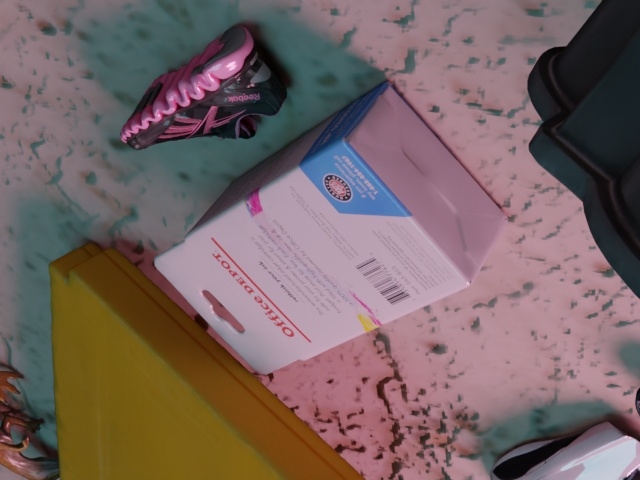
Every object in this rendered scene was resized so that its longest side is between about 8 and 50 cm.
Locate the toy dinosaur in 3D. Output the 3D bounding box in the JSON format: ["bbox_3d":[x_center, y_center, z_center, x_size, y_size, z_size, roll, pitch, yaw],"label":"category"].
[{"bbox_3d":[-0.297,0.135,1.036,0.211,0.064,0.112,38,139,-3],"label":"toy dinosaur"}]

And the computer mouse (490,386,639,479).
[{"bbox_3d":[0.173,0.145,0.761,0.106,0.042,0.193,44,137,-11],"label":"computer mouse"}]

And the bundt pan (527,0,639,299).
[{"bbox_3d":[0.236,-0.022,0.383,0.331,0.331,0.124,30,119,5],"label":"bundt pan"}]

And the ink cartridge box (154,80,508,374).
[{"bbox_3d":[0.000,0.000,0.724,0.104,0.061,0.181,48,136,-14],"label":"ink cartridge box"}]

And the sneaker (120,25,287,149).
[{"bbox_3d":[-0.065,-0.071,0.719,0.057,0.047,0.119,41,140,-24],"label":"sneaker"}]

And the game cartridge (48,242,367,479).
[{"bbox_3d":[-0.085,0.188,0.887,0.285,0.053,0.323,39,140,30],"label":"game cartridge"}]
